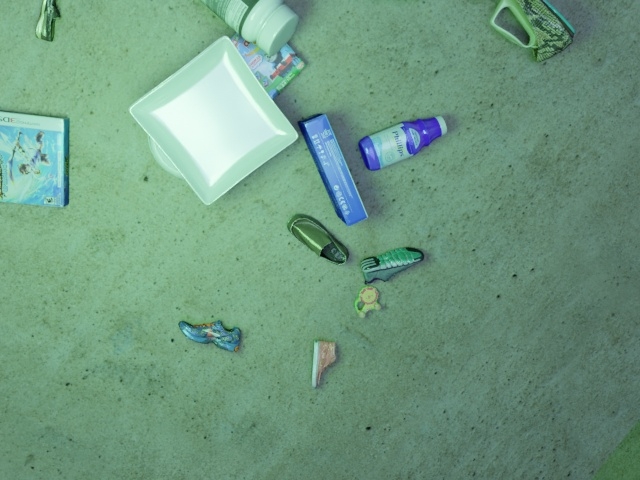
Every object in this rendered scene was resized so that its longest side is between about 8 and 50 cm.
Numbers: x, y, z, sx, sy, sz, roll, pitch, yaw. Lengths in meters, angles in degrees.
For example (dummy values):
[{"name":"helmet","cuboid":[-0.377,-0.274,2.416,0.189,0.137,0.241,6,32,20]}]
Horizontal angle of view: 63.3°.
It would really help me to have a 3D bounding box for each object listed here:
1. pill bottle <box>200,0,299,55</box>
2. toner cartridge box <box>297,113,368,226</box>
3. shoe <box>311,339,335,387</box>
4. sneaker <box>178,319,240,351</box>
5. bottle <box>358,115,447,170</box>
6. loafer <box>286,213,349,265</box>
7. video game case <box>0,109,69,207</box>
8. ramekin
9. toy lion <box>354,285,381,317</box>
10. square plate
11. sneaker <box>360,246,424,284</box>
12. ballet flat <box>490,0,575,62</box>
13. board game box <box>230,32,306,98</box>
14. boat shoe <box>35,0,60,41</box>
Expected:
[{"name":"pill bottle","cuboid":[-0.207,-0.668,1.457,0.283,0.161,0.161,41,95,-1]},{"name":"toner cartridge box","cuboid":[0.037,-0.226,1.643,0.075,0.165,0.347,-25,107,-2]},{"name":"shoe","cuboid":[0.011,0.444,1.863,0.081,0.063,0.178,3,100,-5]},{"name":"sneaker","cuboid":[-0.374,0.307,1.769,0.221,0.083,0.087,20,87,-19]},{"name":"bottle","cuboid":[0.270,-0.325,1.691,0.283,0.092,0.118,-22,106,-3]},{"name":"loafer","cuboid":[0.000,0.000,1.734,0.251,0.087,0.094,33,97,-16]},{"name":"video game case","cuboid":[-0.885,-0.243,1.545,0.244,0.061,0.269,5,104,-9]},{"name":"ramekin","cuboid":[-0.391,-0.309,1.572,0.273,0.127,0.272,-2,104,-8]},{"name":"toy lion","cuboid":[0.164,0.213,1.848,0.100,0.034,0.096,-28,100,-1]},{"name":"square plate","cuboid":[-0.299,-0.336,1.488,0.344,0.049,0.347,-37,107,0]},{"name":"sneaker","cuboid":[0.252,0.092,1.817,0.224,0.083,0.098,-11,127,-2]},{"name":"ballet flat","cuboid":[0.594,-0.755,1.612,0.182,0.164,0.483,-37,110,23]},{"name":"board game box","cuboid":[-0.174,-0.559,1.588,0.160,0.039,0.211,-45,105,4]},{"name":"boat shoe","cuboid":[-0.762,-0.640,1.469,0.049,0.056,0.152,19,110,-18]}]
